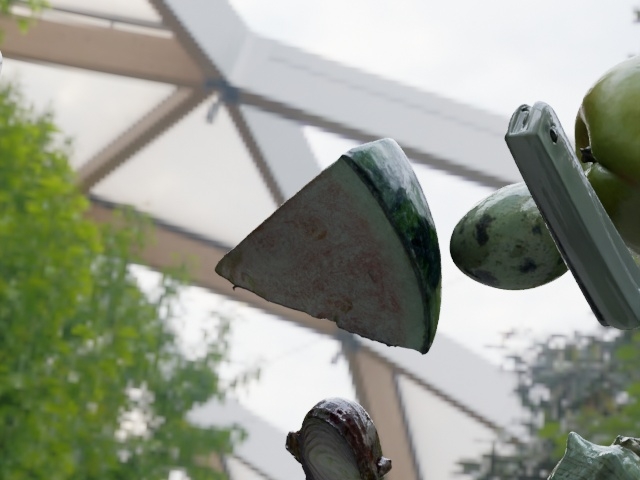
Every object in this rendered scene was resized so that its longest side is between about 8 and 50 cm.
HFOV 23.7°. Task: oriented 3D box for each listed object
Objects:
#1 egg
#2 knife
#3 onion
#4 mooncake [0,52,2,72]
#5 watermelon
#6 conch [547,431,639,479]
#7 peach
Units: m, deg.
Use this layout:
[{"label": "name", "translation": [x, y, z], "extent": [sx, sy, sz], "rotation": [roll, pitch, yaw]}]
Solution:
[{"label": "egg", "translation": [0.256, -0.002, 1.998], "extent": [0.182, 0.141, 0.141], "rotation": [-16, -22, -7]}, {"label": "knife", "translation": [0.228, -0.020, 1.329], "extent": [0.041, 0.073, 0.265], "rotation": [-3, -42, 37]}, {"label": "onion", "translation": [0.033, 0.302, 2.196], "extent": [0.151, 0.098, 0.205], "rotation": [22, -45, 33]}, {"label": "mooncake", "translation": [-0.495, -0.163, 1.991], "extent": [0.117, 0.234, 0.235], "rotation": [13, -24, -5]}, {"label": "watermelon", "translation": [0.026, -0.033, 1.944], "extent": [0.293, 0.283, 0.250], "rotation": [9, -68, -5]}, {"label": "conch", "translation": [0.334, 0.284, 1.845], "extent": [0.234, 0.137, 0.114], "rotation": [-13, -59, -2]}, {"label": "peach", "translation": [0.491, -0.098, 2.026], "extent": [0.316, 0.314, 0.281], "rotation": [7, -56, -15]}]
